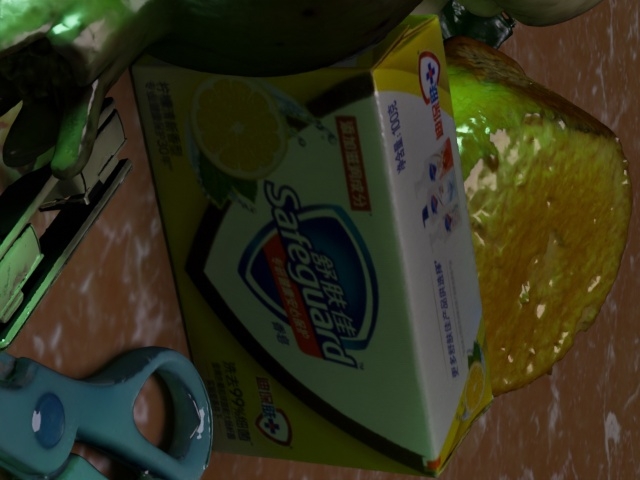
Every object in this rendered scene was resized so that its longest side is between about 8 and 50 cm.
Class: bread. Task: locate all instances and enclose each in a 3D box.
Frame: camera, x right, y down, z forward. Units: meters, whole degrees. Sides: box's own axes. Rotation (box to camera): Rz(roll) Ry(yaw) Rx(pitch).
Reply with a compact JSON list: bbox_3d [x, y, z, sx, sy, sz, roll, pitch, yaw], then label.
[{"bbox_3d":[0.098,-0.007,1.331,0.268,0.146,0.268,-21,120,-41],"label":"bread"}]

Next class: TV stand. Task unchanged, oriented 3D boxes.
[{"bbox_3d":[-0.150,0.005,0.950,0.249,0.036,0.042,-65,139,-56],"label":"TV stand"}]

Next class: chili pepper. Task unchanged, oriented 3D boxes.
[{"bbox_3d":[0.084,-0.167,1.430,0.216,0.062,0.108,-55,132,-47],"label":"chili pepper"}]

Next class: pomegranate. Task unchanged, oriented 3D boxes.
[{"bbox_3d":[-0.068,-0.164,0.995,0.306,0.242,0.242,-42,145,1],"label":"pomegranate"}]

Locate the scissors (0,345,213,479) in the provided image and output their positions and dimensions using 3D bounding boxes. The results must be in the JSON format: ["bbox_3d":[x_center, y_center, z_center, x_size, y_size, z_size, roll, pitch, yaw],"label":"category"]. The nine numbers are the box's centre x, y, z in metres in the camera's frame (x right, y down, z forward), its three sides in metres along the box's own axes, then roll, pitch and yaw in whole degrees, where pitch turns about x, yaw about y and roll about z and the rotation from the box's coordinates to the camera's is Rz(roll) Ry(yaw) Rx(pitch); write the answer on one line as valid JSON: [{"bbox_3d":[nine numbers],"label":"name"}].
[{"bbox_3d":[-0.149,0.103,1.009,0.393,0.032,0.180,43,47,-56],"label":"scissors"}]

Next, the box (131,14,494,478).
[{"bbox_3d":[0.000,0.000,1.158,0.097,0.168,0.265,-42,130,-51],"label":"box"}]

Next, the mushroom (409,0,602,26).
[{"bbox_3d":[0.082,-0.231,1.283,0.234,0.254,0.260,-47,178,9],"label":"mushroom"}]
